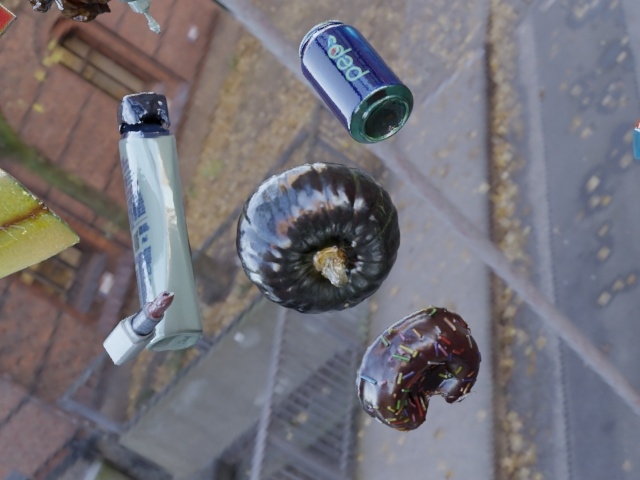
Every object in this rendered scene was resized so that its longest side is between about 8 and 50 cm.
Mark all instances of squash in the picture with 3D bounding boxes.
[{"bbox_3d":[-0.002,-0.003,1.442,0.193,0.193,0.156,-52,4,14],"label":"squash"}]

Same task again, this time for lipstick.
[{"bbox_3d":[-0.144,0.067,0.999,0.025,0.025,0.107,-27,-12,-41],"label":"lipstick"}]

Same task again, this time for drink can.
[{"bbox_3d":[0.052,-0.250,1.916,0.118,0.118,0.205,-50,53,20],"label":"drink can"}]

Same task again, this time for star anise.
[{"bbox_3d":[-0.352,-0.353,1.595,0.196,0.212,0.111,27,93,58],"label":"star anise"}]

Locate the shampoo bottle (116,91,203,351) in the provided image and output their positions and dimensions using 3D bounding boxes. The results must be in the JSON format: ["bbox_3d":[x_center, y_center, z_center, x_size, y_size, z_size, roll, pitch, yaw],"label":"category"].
[{"bbox_3d":[-0.225,-0.033,1.712,0.134,0.078,0.359,136,127,-65],"label":"shampoo bottle"}]

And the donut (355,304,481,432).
[{"bbox_3d":[0.174,0.219,2.053,0.096,0.230,0.216,50,143,44],"label":"donut"}]

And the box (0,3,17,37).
[{"bbox_3d":[-0.695,-0.406,2.401,0.175,0.112,0.048,-54,11,-11],"label":"box"}]

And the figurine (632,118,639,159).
[{"bbox_3d":[0.517,-0.157,1.887,0.075,0.068,0.140,-7,15,5],"label":"figurine"}]

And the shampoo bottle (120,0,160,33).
[{"bbox_3d":[-0.249,-0.334,1.488,0.056,0.195,0.056,-18,40,16],"label":"shampoo bottle"}]

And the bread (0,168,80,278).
[{"bbox_3d":[-0.442,-0.060,1.709,0.264,0.167,0.163,-19,40,33],"label":"bread"}]
